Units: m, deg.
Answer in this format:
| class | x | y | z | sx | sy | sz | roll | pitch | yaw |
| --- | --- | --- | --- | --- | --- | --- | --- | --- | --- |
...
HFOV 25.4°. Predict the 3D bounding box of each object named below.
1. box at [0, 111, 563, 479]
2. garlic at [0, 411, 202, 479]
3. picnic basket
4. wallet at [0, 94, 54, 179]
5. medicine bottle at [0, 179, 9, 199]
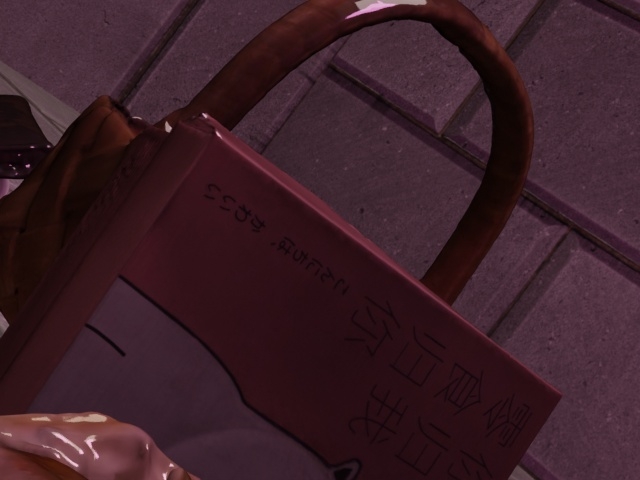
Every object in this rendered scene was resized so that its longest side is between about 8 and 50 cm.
| class | x | y | z | sx | sy | sz | roll | pitch | yaw |
| --- | --- | --- | --- | --- | --- | --- | --- | --- | --- |
| box | -0.039 | 0.088 | 0.604 | 0.215 | 0.215 | 0.086 | 36 | -6 | -29 |
| garlic | -0.005 | 0.173 | 0.415 | 0.279 | 0.132 | 0.325 | 35 | 1 | -36 |
| picnic basket | 0.000 | 0.000 | 0.833 | 0.337 | 0.337 | 0.293 | 39 | 1 | 40 |
| wallet | -0.324 | -0.095 | 1.240 | 0.165 | 0.042 | 0.309 | -2 | 15 | -16 |
| medicine bottle | -0.316 | -0.061 | 1.310 | 0.057 | 0.057 | 0.089 | 36 | 4 | -20 |
